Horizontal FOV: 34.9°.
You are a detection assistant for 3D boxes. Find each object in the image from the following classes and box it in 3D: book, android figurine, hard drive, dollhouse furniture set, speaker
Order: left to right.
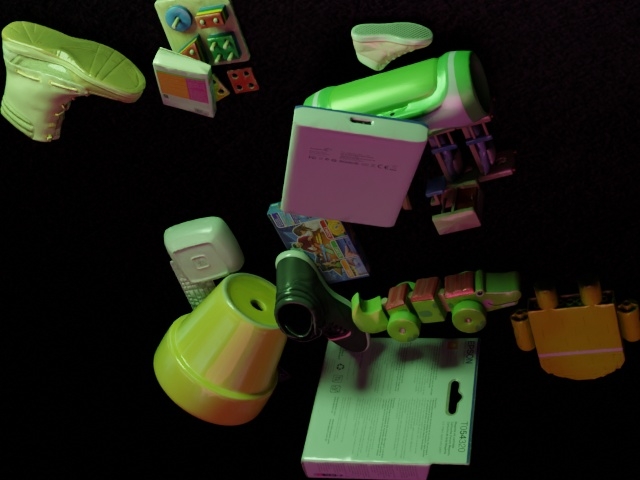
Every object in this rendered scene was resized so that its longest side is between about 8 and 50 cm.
[{"bbox_3d":[-0.232,-0.268,1.767,0.096,0.035,0.144,17,157,5],"label":"book"},{"bbox_3d":[0.048,-0.117,1.715,0.210,0.040,0.319,8,156,-3],"label":"hard drive"},{"bbox_3d":[0.125,-0.223,1.695,0.296,0.131,0.131,-13,127,24],"label":"speaker"},{"bbox_3d":[0.246,-0.128,1.711,0.129,0.184,0.129,-13,127,24],"label":"dollhouse furniture set"},{"bbox_3d":[0.506,0.178,2.009,0.248,0.056,0.273,-9,128,21],"label":"android figurine"}]

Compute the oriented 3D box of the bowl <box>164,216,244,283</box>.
[{"bbox_3d":[-0.237,0.027,2.053,0.142,0.053,0.142,-14,125,17],"label":"bowl"}]

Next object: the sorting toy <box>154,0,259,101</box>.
[{"bbox_3d":[-0.200,-0.339,1.726,0.132,0.046,0.274,-4,130,18],"label":"sorting toy"}]

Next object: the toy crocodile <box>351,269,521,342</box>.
[{"bbox_3d":[0.224,0.115,1.982,0.340,0.115,0.105,-12,127,24],"label":"toy crocodile"}]

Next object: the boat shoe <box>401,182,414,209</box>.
[{"bbox_3d":[0.123,-0.123,1.828,0.060,0.064,0.178,-4,134,18],"label":"boat shoe"}]

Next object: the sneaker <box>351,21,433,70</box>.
[{"bbox_3d":[0.119,-0.315,1.667,0.134,0.051,0.070,4,134,15],"label":"sneaker"}]

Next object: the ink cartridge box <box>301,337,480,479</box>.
[{"bbox_3d":[0.151,0.333,2.054,0.330,0.324,0.071,0,132,15],"label":"ink cartridge box"}]

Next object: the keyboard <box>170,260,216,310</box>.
[{"bbox_3d":[-0.244,0.133,2.183,0.072,0.014,0.256,-5,130,18],"label":"keyboard"}]

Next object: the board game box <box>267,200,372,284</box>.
[{"bbox_3d":[0.000,0.000,1.989,0.136,0.035,0.201,-12,127,23],"label":"board game box"}]

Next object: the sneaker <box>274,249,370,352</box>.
[{"bbox_3d":[-0.003,0.166,2.017,0.104,0.147,0.296,-21,127,27],"label":"sneaker"}]

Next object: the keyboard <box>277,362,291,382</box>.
[{"bbox_3d":[-0.167,0.318,2.315,0.192,0.038,0.100,-26,121,31],"label":"keyboard"}]

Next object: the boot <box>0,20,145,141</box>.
[{"bbox_3d":[-0.449,-0.258,1.826,0.262,0.095,0.203,20,132,-2],"label":"boot"}]

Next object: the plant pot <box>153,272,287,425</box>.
[{"bbox_3d":[-0.178,0.206,2.078,0.254,0.254,0.239,27,119,-11],"label":"plant pot"}]
